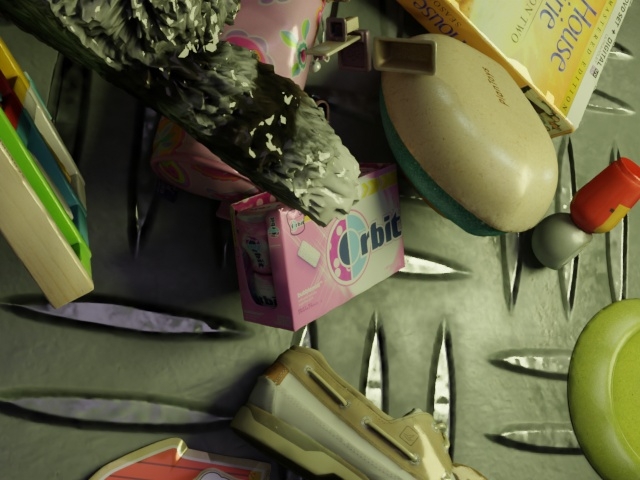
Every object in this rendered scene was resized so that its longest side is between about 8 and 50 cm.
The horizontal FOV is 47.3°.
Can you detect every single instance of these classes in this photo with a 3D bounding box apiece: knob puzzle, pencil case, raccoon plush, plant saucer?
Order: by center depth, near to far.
[{"bbox_3d":[-0.091,-0.252,0.499,0.446,0.216,0.299,37,83,-38],"label":"raccoon plush"},{"bbox_3d":[-0.143,0.269,0.631,0.213,0.030,0.213,4,78,-22],"label":"knob puzzle"},{"bbox_3d":[-0.068,-0.168,0.706,0.124,0.124,0.284,20,73,-18],"label":"pencil case"},{"bbox_3d":[0.404,0.187,0.875,0.240,0.037,0.241,4,78,-22],"label":"plant saucer"}]

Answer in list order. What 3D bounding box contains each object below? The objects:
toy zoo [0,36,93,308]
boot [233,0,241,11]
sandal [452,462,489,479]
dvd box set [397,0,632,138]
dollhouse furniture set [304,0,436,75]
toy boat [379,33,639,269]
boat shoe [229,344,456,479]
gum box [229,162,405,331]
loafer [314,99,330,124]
[{"bbox_3d":[-0.232,-0.090,0.540,0.030,0.293,0.192,-28,118,-7],"label":"toy zoo"},{"bbox_3d":[-0.079,-0.339,0.615,0.377,0.138,0.284,1,99,-19],"label":"boot"},{"bbox_3d":[0.087,0.269,0.721,0.180,0.049,0.072,-16,73,-10],"label":"sandal"},{"bbox_3d":[0.195,-0.362,0.848,0.420,0.062,0.308,38,67,-21],"label":"dvd box set"},{"bbox_3d":[0.044,-0.185,0.665,0.081,0.114,0.091,-40,135,-46],"label":"dollhouse furniture set"},{"bbox_3d":[0.191,-0.070,0.770,0.318,0.148,0.267,23,36,-22],"label":"toy boat"},{"bbox_3d":[0.072,0.200,0.659,0.302,0.113,0.103,30,68,4],"label":"boat shoe"},{"bbox_3d":[0.000,0.000,0.673,0.188,0.062,0.107,-25,114,-48],"label":"gum box"},{"bbox_3d":[-0.011,-0.085,0.752,0.045,0.039,0.125,10,76,-22],"label":"loafer"}]
